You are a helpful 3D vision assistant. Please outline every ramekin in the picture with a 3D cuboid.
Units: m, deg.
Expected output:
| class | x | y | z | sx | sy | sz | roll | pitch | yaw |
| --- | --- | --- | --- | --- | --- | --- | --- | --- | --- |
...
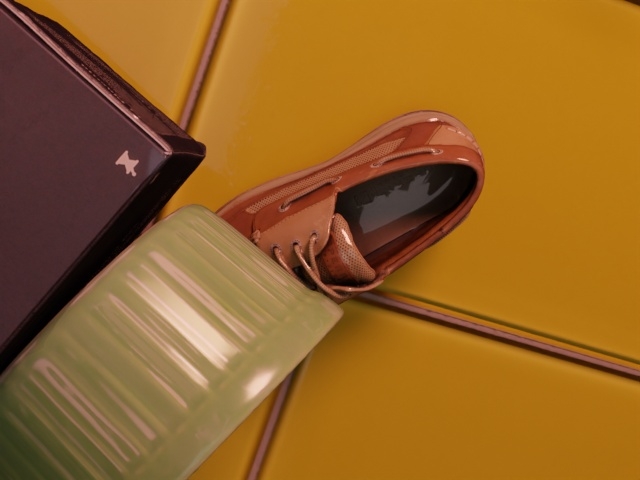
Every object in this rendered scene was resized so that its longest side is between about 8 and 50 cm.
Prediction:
| class | x | y | z | sx | sy | sz | roll | pitch | yaw |
| --- | --- | --- | --- | --- | --- | --- | --- | --- | --- |
| ramekin | -0.138 | 0.113 | 1.344 | 0.148 | 0.303 | 0.303 | 44 | 91 | 1 |

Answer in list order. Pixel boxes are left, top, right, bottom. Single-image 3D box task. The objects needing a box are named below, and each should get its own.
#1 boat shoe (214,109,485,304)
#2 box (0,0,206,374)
| class | x | y | z | sx | sy | sz | roll | pitch | yaw |
| --- | --- | --- | --- | --- | --- | --- | --- | --- | --- |
| boat shoe | 0.000 | 0.000 | 1.490 | 0.324 | 0.116 | 0.123 | -36 | 110 | 0 |
| box | -0.268 | 0.003 | 1.302 | 0.179 | 0.312 | 0.343 | 41 | 92 | -2 |
